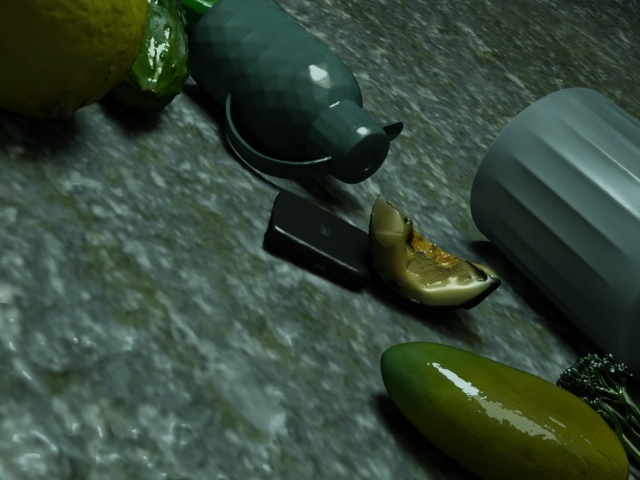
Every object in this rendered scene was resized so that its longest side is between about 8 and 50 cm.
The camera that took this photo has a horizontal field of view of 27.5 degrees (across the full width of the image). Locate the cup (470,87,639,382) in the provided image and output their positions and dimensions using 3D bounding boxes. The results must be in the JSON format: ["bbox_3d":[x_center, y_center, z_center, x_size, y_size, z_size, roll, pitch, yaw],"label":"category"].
[{"bbox_3d":[0.380,0.018,1.578,0.327,0.237,0.323,47,-1,40],"label":"cup"}]

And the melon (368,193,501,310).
[{"bbox_3d":[0.109,0.027,1.423,0.160,0.079,0.128,34,1,2],"label":"melon"}]

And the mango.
[{"bbox_3d":[0.162,0.166,1.164,0.237,0.091,0.137,21,18,-3],"label":"mango"}]

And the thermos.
[{"bbox_3d":[-0.044,-0.171,1.584,0.182,0.145,0.286,-27,53,-24],"label":"thermos"}]

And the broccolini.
[{"bbox_3d":[0.401,0.241,1.282,0.392,0.074,0.078,36,31,21],"label":"broccolini"}]

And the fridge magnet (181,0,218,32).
[{"bbox_3d":[-0.158,-0.348,1.878,0.208,0.088,0.208,23,23,-10],"label":"fridge magnet"}]

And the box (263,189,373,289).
[{"bbox_3d":[0.000,0.000,1.413,0.125,0.027,0.126,28,22,-7],"label":"box"}]

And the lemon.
[{"bbox_3d":[-0.293,-0.244,1.341,0.228,0.228,0.253,16,23,-26],"label":"lemon"}]

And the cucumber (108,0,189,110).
[{"bbox_3d":[-0.209,-0.221,1.522,0.134,0.134,0.244,17,29,-23],"label":"cucumber"}]
